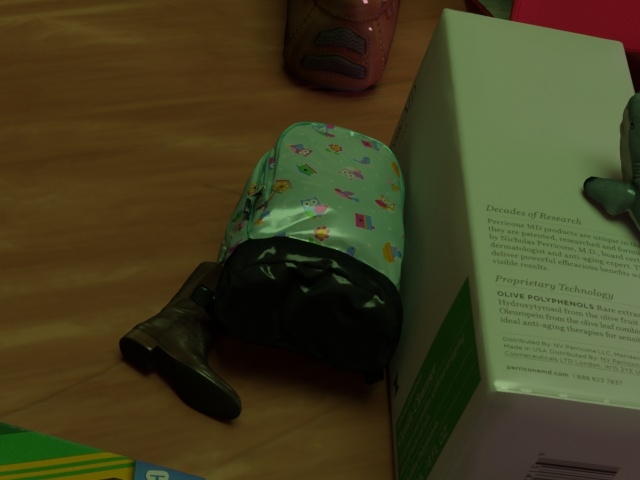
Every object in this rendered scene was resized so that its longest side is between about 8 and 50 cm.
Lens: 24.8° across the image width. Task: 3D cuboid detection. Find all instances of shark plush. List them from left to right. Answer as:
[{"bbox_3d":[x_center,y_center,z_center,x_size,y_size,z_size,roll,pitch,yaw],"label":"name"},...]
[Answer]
[{"bbox_3d":[0.230,-0.019,0.929,0.073,0.067,0.161,1,48,-23],"label":"shark plush"}]

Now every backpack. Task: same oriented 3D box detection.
[{"bbox_3d":[0.000,0.000,1.066,0.152,0.115,0.182,23,35,-13],"label":"backpack"}]

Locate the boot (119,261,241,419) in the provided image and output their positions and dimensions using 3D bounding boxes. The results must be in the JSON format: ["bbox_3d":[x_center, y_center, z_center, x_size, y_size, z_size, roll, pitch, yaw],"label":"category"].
[{"bbox_3d":[-0.073,0.068,1.055,0.106,0.037,0.114,34,42,14],"label":"boot"}]

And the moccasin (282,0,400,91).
[{"bbox_3d":[0.025,-0.309,1.368,0.139,0.147,0.380,14,45,-2],"label":"moccasin"}]

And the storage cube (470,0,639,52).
[{"bbox_3d":[0.258,-0.290,1.356,0.193,0.215,0.183,4,23,-11],"label":"storage cube"}]

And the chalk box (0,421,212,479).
[{"bbox_3d":[-0.077,0.246,0.778,0.289,0.180,0.179,16,45,-2],"label":"chalk box"}]

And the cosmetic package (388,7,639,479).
[{"bbox_3d":[0.143,0.028,1.039,0.155,0.197,0.365,8,44,-12],"label":"cosmetic package"}]
